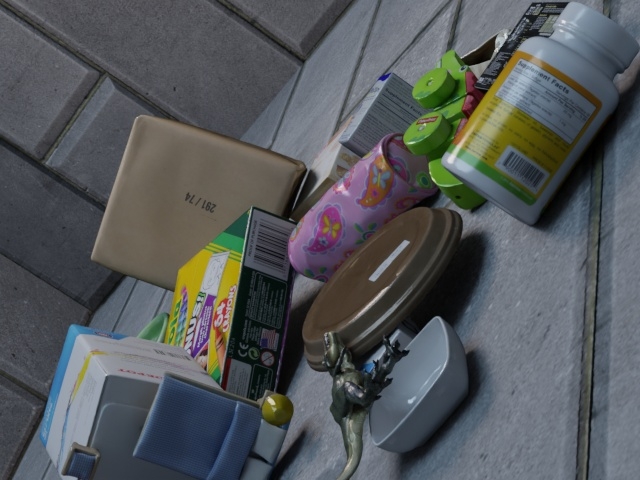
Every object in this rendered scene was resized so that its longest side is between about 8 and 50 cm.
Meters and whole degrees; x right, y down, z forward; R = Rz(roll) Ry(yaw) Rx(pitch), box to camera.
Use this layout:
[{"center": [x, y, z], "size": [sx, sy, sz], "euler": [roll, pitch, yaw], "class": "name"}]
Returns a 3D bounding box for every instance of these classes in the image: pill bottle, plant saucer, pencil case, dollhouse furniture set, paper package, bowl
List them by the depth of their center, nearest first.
[{"center": [0.117, 0.169, 1.512], "size": [0.142, 0.053, 0.142], "euler": [-52, 13, 19], "class": "bowl"}, {"center": [0.265, -0.153, 1.581], "size": [0.245, 0.136, 0.136], "euler": [-55, 13, 3], "class": "pill bottle"}, {"center": [0.072, 0.054, 1.735], "size": [0.278, 0.041, 0.278], "euler": [-43, 14, 13], "class": "plant saucer"}, {"center": [-0.205, 0.314, 1.797], "size": [0.198, 0.286, 0.303], "euler": [-137, 70, -77], "class": "dollhouse furniture set"}, {"center": [0.065, -0.044, 2.085], "size": [0.284, 0.124, 0.124], "euler": [-46, 16, 38], "class": "pencil case"}, {"center": [-0.225, -0.052, 2.526], "size": [0.168, 0.325, 0.309], "euler": [-37, -34, -84], "class": "paper package"}]

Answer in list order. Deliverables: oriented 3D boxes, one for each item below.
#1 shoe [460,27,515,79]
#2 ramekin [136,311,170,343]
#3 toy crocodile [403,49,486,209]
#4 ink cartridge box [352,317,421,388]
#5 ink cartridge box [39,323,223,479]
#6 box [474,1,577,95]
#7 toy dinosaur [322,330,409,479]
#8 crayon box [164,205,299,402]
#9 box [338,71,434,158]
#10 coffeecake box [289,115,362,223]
[{"center": [0.271, -0.279, 2.037], "size": [0.076, 0.058, 0.219], "euler": [-60, 14, -19], "class": "shoe"}, {"center": [-0.316, 0.302, 2.535], "size": [0.303, 0.148, 0.303], "euler": [-51, 14, 18], "class": "ramekin"}, {"center": [0.198, -0.166, 1.913], "size": [0.105, 0.115, 0.340], "euler": [-27, 28, 26], "class": "toy crocodile"}, {"center": [0.077, 0.145, 1.695], "size": [0.104, 0.060, 0.180], "euler": [-54, 13, 6], "class": "ink cartridge box"}, {"center": [-0.287, 0.270, 2.030], "size": [0.270, 0.198, 0.197], "euler": [29, 104, 66], "class": "ink cartridge box"}, {"center": [0.300, -0.240, 1.797], "size": [0.147, 0.077, 0.180], "euler": [-55, 13, 2], "class": "box"}, {"center": [0.044, 0.176, 1.524], "size": [0.118, 0.064, 0.268], "euler": [-53, 18, 27], "class": "toy dinosaur"}, {"center": [-0.167, 0.169, 2.228], "size": [0.313, 0.106, 0.363], "euler": [-36, 39, 53], "class": "crayon box"}, {"center": [0.122, -0.184, 2.197], "size": [0.137, 0.126, 0.072], "euler": [-57, 11, -6], "class": "box"}, {"center": [0.027, -0.123, 2.512], "size": [0.142, 0.068, 0.185], "euler": [-46, 16, 44], "class": "coffeecake box"}]
